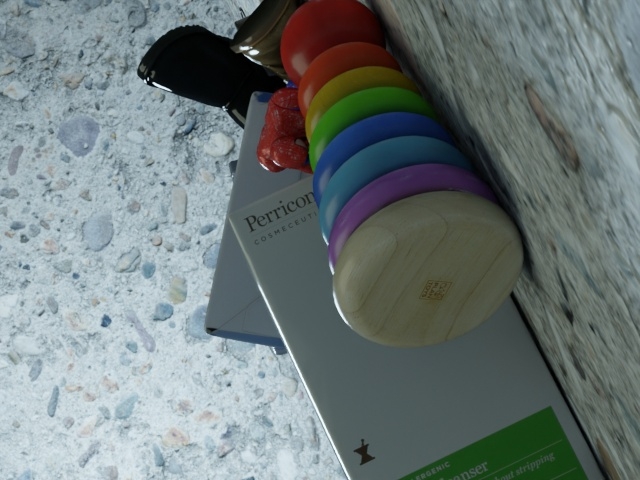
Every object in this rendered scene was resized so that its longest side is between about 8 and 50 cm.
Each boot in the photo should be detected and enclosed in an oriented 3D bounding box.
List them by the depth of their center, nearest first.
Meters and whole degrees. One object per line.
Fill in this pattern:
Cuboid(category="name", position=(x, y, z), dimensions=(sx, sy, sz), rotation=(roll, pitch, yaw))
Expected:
Cuboid(category="boot", position=(-0.043, -0.253, 1.783), dimensions=(0.115, 0.112, 0.305), rotation=(45, -176, -6))
Cuboid(category="boot", position=(-0.101, -0.184, 1.859), dimensions=(0.207, 0.094, 0.246), rotation=(43, -159, 19))

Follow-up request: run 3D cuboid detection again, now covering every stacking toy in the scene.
Cuboid(category="stacking toy", position=(0.040, -0.075, 1.105), dimensions=(0.141, 0.141, 0.330), rotation=(66, -178, -45))

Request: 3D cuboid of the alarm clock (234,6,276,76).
Cuboid(category="alarm clock", position=(-0.108, -0.352, 2.503), dimensions=(0.192, 0.064, 0.129), rotation=(60, 176, 37))

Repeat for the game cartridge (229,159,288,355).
Cuboid(category="game cartridge", position=(0.000, 0.000, 1.917), dimensions=(0.060, 0.196, 0.294), rotation=(75, 180, -65))

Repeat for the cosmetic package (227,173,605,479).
Cuboid(category="cosmetic package", position=(0.083, 0.110, 1.228), dimensions=(0.365, 0.197, 0.155), rotation=(63, 178, 11))

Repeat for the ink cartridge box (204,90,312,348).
Cuboid(category="ink cartridge box", position=(-0.030, -0.014, 1.669), dimensions=(0.395, 0.151, 0.270), rotation=(143, 138, -87))

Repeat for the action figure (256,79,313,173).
Cuboid(category="action figure", position=(0.019, -0.119, 1.307), dimensions=(0.280, 0.139, 0.091), rotation=(-69, -5, -63))
